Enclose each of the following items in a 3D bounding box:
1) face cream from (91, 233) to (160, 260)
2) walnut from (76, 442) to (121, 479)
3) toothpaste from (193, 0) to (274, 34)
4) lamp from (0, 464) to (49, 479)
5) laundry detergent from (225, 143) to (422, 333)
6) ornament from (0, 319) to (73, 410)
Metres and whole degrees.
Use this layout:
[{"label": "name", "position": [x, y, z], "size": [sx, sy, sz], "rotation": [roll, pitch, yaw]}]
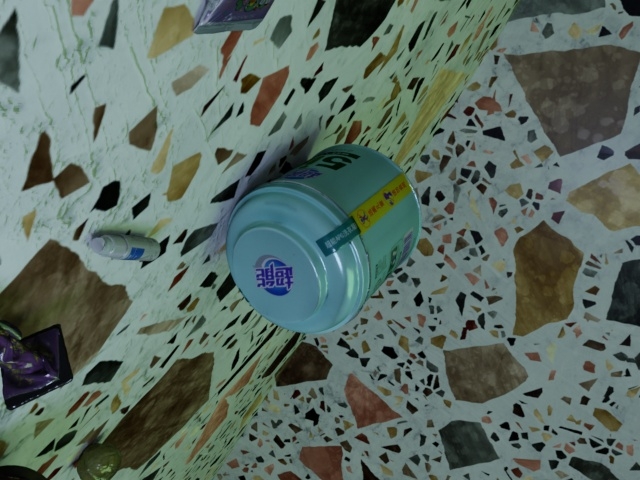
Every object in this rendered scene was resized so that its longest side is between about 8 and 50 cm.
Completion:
[{"label": "face cream", "position": [-0.254, 0.009, 0.787], "size": [0.034, 0.034, 0.130], "rotation": [-54, 168, 4]}, {"label": "walnut", "position": [-0.443, 0.446, 1.208], "size": [0.092, 0.092, 0.092], "rotation": [-50, 168, -15]}, {"label": "toothpaste", "position": [-0.033, -0.331, 0.604], "size": [0.299, 0.073, 0.114], "rotation": [-52, 170, 36]}, {"label": "lamp", "position": [-0.441, 0.424, 0.791], "size": [0.247, 0.247, 0.247], "rotation": [-50, 168, -15]}, {"label": "laundry detergent", "position": [0.000, 0.000, 1.111], "size": [0.305, 0.287, 0.287], "rotation": [-38, 161, -51]}, {"label": "ornament", "position": [-0.358, 0.111, 0.623], "size": [0.081, 0.088, 0.203], "rotation": [-29, 155, 2]}]
